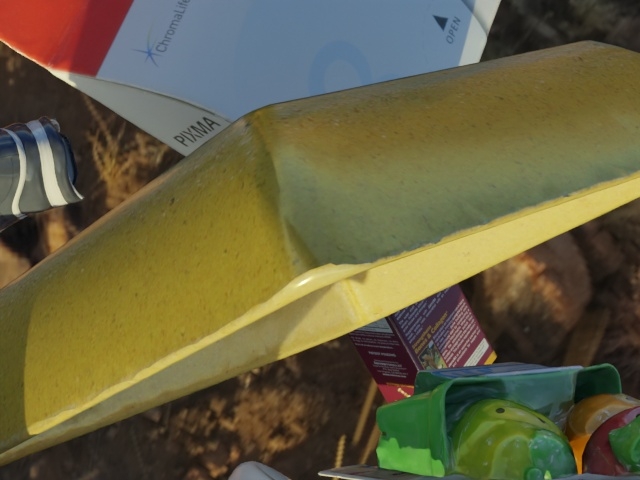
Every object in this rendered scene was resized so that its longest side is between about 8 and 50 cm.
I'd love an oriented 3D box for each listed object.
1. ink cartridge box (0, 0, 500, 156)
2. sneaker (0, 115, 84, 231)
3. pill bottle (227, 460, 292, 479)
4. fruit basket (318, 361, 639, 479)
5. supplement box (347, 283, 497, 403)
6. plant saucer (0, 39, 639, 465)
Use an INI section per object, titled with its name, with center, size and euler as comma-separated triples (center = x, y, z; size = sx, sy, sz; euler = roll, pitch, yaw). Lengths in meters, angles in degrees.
[ink cartridge box]
center = -0.054, -0.214, 0.942
size = 0.385, 0.091, 0.308
euler = 33, 63, -23
[sneaker]
center = -0.338, -0.045, 1.454
size = 0.153, 0.282, 0.099
euler = -17, 81, -25
[pill bottle]
center = -0.085, 0.412, 1.221
size = 0.224, 0.224, 0.392
euler = 34, 86, 3
[fruit basket]
center = 0.229, 0.167, 1.122
size = 0.327, 0.353, 0.165
euler = 0, 80, -42
[supplement box]
center = 0.092, 0.083, 1.451
size = 0.104, 0.080, 0.188
euler = -49, 122, -32
[plant saucer]
center = 0.000, 0.000, 0.682
size = 0.332, 0.332, 0.081
euler = -17, 82, -44
